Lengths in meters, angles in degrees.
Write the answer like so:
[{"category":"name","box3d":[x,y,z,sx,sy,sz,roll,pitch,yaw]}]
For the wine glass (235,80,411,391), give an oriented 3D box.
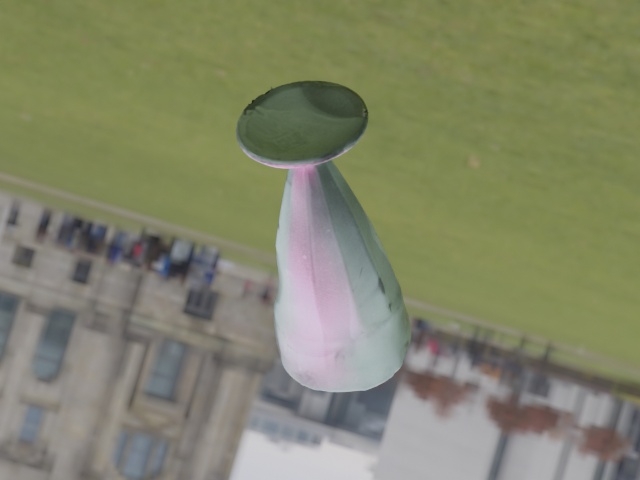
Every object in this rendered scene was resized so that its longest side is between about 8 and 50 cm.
[{"category":"wine glass","box3d":[0.000,0.000,0.842,0.073,0.073,0.155,15,140,29]}]
